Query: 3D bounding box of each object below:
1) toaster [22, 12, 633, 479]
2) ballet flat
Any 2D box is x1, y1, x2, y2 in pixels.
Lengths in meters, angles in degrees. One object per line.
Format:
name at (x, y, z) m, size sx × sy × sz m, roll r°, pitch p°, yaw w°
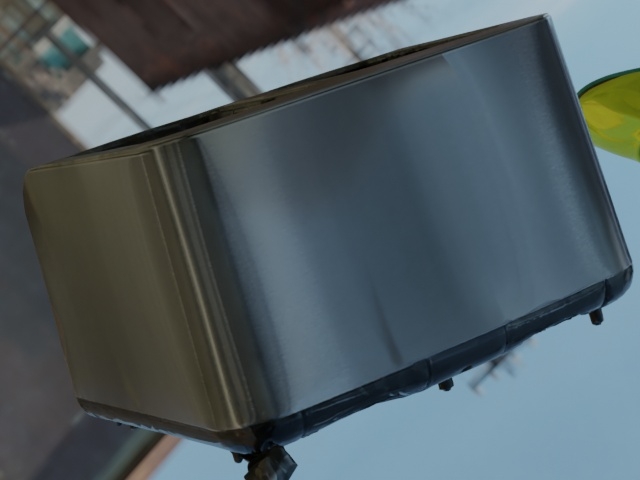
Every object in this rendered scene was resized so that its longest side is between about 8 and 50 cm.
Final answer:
toaster at (0.000, 0.000, 0.569) m, size 0.168 × 0.110 × 0.185 m, roll -21°, pitch -171°, yaw -25°
ballet flat at (0.289, -0.077, 1.123) m, size 0.077 × 0.231 × 0.077 m, roll 109°, pitch -28°, yaw -45°
